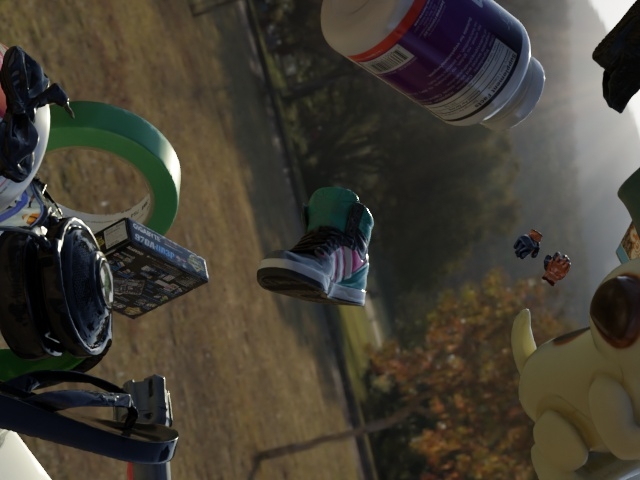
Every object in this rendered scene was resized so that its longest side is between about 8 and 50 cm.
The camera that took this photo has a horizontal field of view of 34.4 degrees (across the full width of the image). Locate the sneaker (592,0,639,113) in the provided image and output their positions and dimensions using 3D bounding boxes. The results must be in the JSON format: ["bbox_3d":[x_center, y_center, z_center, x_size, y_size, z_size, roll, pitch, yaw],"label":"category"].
[{"bbox_3d":[0.437,-0.263,1.407,0.089,0.170,0.051,39,11,-17],"label":"sneaker"}]

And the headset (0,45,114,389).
[{"bbox_3d":[-0.299,0.013,0.934,0.394,0.243,0.185,124,-34,-52],"label":"headset"}]

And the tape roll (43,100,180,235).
[{"bbox_3d":[-0.414,-0.102,1.860,0.077,0.321,0.321,-93,167,-46],"label":"tape roll"}]

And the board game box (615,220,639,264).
[{"bbox_3d":[0.676,-0.031,1.745,0.291,0.232,0.141,103,-21,-46],"label":"board game box"}]

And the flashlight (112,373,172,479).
[{"bbox_3d":[-0.241,0.335,1.392,0.103,0.103,0.304,86,-7,-46],"label":"flashlight"}]

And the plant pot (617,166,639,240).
[{"bbox_3d":[0.472,-0.009,1.126,0.255,0.271,0.271,55,3,13],"label":"plant pot"}]

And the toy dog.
[{"bbox_3d":[0.512,0.198,1.700,0.395,0.284,0.408,63,-31,34],"label":"toy dog"}]

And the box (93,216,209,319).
[{"bbox_3d":[-0.324,0.053,1.767,0.220,0.175,0.051,33,36,-52],"label":"box"}]

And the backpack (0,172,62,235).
[{"bbox_3d":[-0.493,-0.015,1.456,0.263,0.276,0.213,45,-23,59],"label":"backpack"}]

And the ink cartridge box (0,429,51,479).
[{"bbox_3d":[-0.403,0.270,1.108,0.237,0.172,0.100,54,13,-1],"label":"ink cartridge box"}]

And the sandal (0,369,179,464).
[{"bbox_3d":[-0.210,0.128,0.817,0.254,0.097,0.054,26,78,-41],"label":"sandal"}]

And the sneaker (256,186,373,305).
[{"bbox_3d":[0.000,0.000,1.602,0.295,0.124,0.178,24,69,-65],"label":"sneaker"}]

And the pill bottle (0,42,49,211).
[{"bbox_3d":[-0.480,-0.165,1.061,0.407,0.229,0.229,34,42,-68],"label":"pill bottle"}]

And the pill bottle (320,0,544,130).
[{"bbox_3d":[0.168,-0.280,1.457,0.323,0.181,0.181,27,39,-35],"label":"pill bottle"}]

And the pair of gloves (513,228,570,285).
[{"bbox_3d":[0.312,0.022,1.452,0.083,0.010,0.074,40,44,10],"label":"pair of gloves"}]
